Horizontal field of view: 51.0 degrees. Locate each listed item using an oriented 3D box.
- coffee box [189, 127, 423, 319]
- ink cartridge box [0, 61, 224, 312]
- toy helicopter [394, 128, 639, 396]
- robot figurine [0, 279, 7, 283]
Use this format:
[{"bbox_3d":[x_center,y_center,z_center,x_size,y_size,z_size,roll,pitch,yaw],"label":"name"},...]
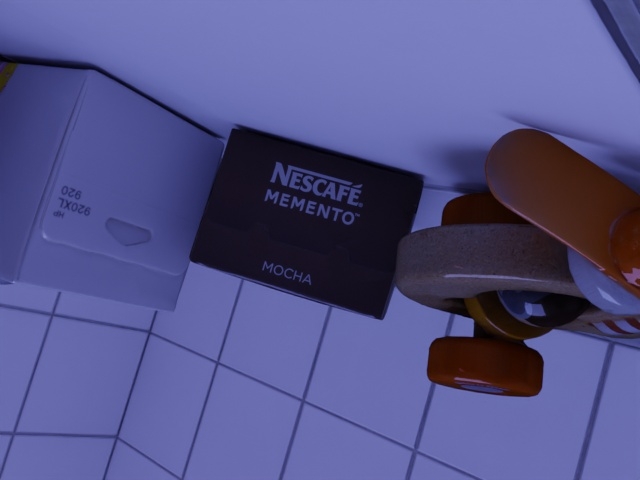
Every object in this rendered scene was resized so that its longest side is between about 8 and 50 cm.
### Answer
[{"bbox_3d":[0.000,0.000,0.672,0.168,0.119,0.297,17,176,6],"label":"coffee box"},{"bbox_3d":[-0.240,-0.051,0.603,0.232,0.168,0.171,14,175,32],"label":"ink cartridge box"},{"bbox_3d":[0.219,0.025,0.402,0.354,0.140,0.235,4,163,18],"label":"toy helicopter"},{"bbox_3d":[-0.411,-0.041,0.926,0.353,0.200,0.300,-7,-162,46],"label":"robot figurine"}]
